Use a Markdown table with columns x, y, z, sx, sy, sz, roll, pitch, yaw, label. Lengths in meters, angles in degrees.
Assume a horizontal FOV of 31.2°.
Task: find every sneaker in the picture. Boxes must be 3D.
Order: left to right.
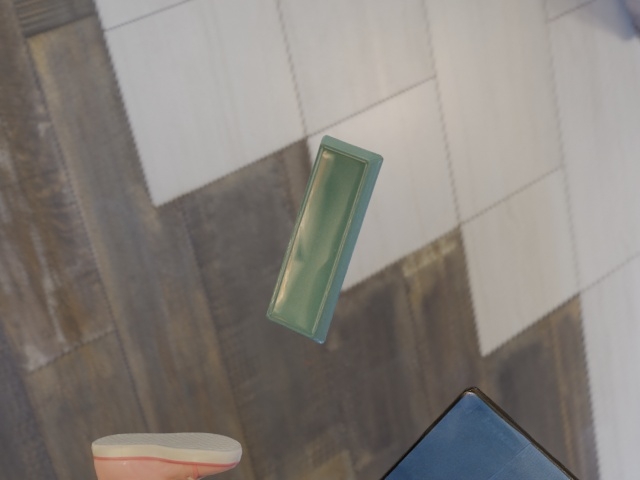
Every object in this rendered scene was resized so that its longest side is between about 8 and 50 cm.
| x | y | z | sx | sy | sz | roll | pitch | yaw | label |
| --- | --- | --- | --- | --- | --- | --- | --- | --- | --- |
| -0.118 | 0.189 | 0.897 | 0.051 | 0.134 | 0.070 | -8 | 93 | -63 | sneaker |

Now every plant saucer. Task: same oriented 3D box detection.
| x | y | z | sx | sy | sz | roll | pitch | yaw | label |
| --- | --- | --- | --- | --- | --- | --- | --- | --- | --- |
| 0.000 | 0.000 | 1.088 | 0.018 | 0.067 | 0.192 | -6 | 116 | -65 | plant saucer |

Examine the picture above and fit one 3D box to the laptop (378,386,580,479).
| x | y | z | sx | sy | sz | roll | pitch | yaw | label |
| --- | --- | --- | --- | --- | --- | --- | --- | --- | --- |
| 0.101 | 0.411 | 0.886 | 0.408 | 0.382 | 0.236 | -42 | 169 | -33 | laptop |
